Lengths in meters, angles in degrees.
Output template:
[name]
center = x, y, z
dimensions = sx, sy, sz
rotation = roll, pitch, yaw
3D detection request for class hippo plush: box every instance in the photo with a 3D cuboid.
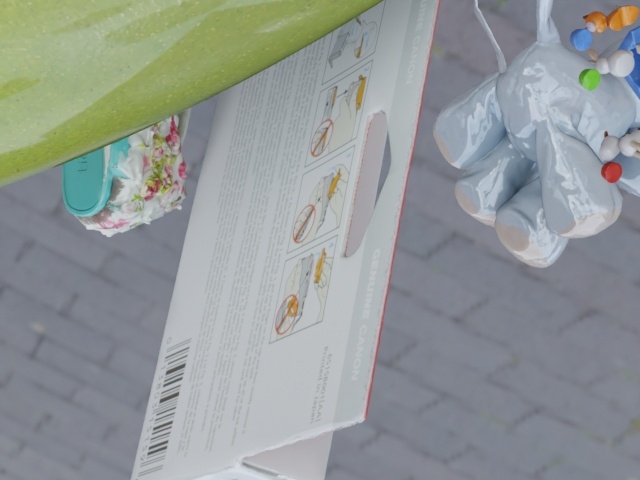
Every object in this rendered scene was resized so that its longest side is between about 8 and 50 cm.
[hippo plush]
center = 0.275, -0.134, 1.952
dimensions = 0.234, 0.237, 0.294
rotation = -2, 102, 55

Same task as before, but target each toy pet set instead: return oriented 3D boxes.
[toy pet set]
center = 0.215, -0.123, 1.299
dimensions = 0.065, 0.114, 0.122
rotation = 32, 144, 53

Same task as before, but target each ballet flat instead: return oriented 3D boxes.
[ballet flat]
center = -0.112, -0.123, 1.093
dimensions = 0.077, 0.241, 0.091
rotation = -1, -173, -43

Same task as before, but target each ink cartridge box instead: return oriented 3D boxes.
[ink cartridge box]
center = 0.000, 0.000, 0.979
dimensions = 0.060, 0.275, 0.239
rotation = 24, 153, -27

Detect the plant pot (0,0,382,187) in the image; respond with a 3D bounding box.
[plant pot]
center = -0.077, -0.179, 0.882
dimensions = 0.294, 0.274, 0.275
rotation = -12, 141, 13
